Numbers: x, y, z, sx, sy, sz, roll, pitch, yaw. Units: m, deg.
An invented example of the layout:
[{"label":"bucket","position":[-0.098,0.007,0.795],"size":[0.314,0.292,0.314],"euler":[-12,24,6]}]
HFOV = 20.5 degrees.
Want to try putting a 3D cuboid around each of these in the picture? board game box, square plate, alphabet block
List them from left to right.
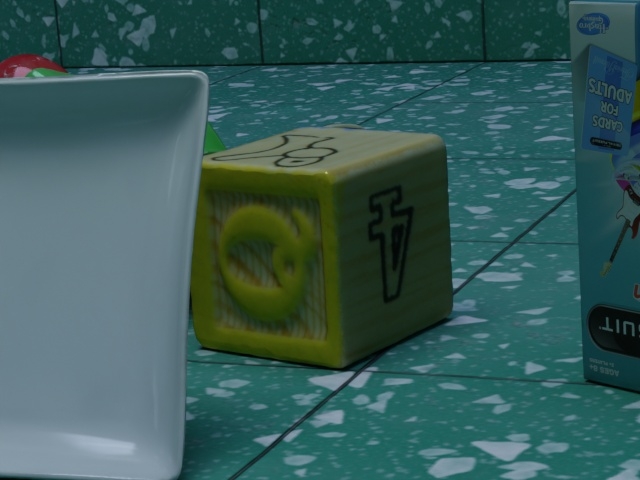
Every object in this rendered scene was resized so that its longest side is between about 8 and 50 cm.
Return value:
[{"label":"square plate","position":[-0.262,0.031,1.475],"size":[0.344,0.347,0.049],"euler":[-1,-16,13]},{"label":"alphabet block","position":[0.000,0.000,1.739],"size":[0.192,0.193,0.197],"euler":[4,16,38]},{"label":"board game box","position":[0.330,-0.031,1.452],"size":[0.079,0.336,0.254],"euler":[-15,17,-40]}]

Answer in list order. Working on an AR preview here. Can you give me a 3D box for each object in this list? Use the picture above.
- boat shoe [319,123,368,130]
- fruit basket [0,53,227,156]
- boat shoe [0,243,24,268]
[{"label":"boat shoe","position":[-0.005,-0.087,2.373],"size":[0.257,0.095,0.095],"euler":[-22,36,-38]},{"label":"fruit basket","position":[-0.278,-0.110,1.906],"size":[0.327,0.165,0.353],"euler":[7,14,-44]},{"label":"boat shoe","position":[-0.352,0.087,1.594],"size":[0.367,0.156,0.136],"euler":[-2,-10,20]}]
